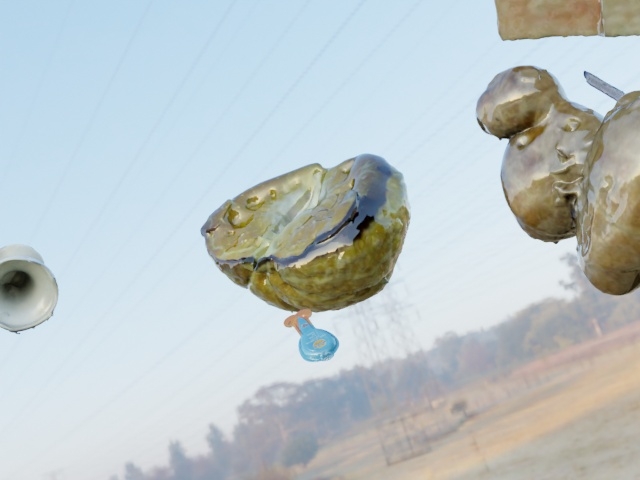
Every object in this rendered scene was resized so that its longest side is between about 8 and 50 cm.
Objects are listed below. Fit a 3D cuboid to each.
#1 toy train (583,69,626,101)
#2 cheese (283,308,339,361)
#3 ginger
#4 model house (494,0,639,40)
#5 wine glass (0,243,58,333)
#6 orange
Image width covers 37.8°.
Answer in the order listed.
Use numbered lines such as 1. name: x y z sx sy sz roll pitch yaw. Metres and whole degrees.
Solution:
1. toy train: 0.425 -0.231 1.403 0.017 0.083 0.017 6 -61 -43
2. cheese: -0.011 0.113 1.107 0.047 0.017 0.111 -23 32 -12
3. ginger: 0.301 -0.079 1.060 0.155 0.244 0.304 -25 35 -33
4. model house: 0.345 -0.390 1.037 0.312 0.280 0.245 5 29 36
5. wine glass: -0.657 0.092 2.021 0.165 0.164 0.196 -13 19 -19
6. orange: 0.000 0.000 1.531 0.369 0.270 0.210 -3 -43 44
